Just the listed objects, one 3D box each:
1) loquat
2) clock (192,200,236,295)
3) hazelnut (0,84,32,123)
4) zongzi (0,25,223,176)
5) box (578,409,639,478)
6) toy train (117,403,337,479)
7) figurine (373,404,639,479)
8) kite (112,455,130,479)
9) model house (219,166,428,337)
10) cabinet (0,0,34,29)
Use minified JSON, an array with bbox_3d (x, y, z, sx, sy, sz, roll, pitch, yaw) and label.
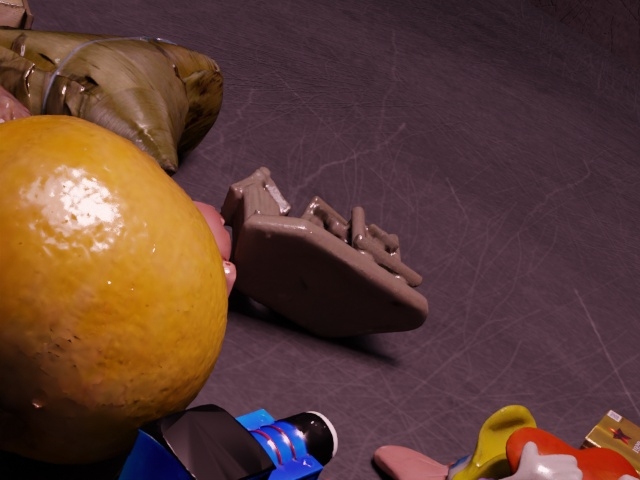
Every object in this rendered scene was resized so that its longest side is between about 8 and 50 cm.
[{"bbox_3d":[-0.210,0.033,1.000,0.274,0.275,0.275,19,27,-10],"label":"loquat"},{"bbox_3d":[-0.178,0.007,1.277,0.162,0.093,0.166,9,31,-23],"label":"clock"},{"bbox_3d":[-0.341,-0.087,1.256,0.143,0.143,0.154,8,40,-30],"label":"hazelnut"},{"bbox_3d":[-0.174,-0.134,1.391,0.360,0.160,0.323,22,22,39],"label":"zongzi"},{"bbox_3d":[0.352,0.241,1.359,0.133,0.023,0.090,33,26,17],"label":"box"},{"bbox_3d":[-0.065,0.189,0.985,0.082,0.131,0.204,39,30,28],"label":"toy train"},{"bbox_3d":[0.182,0.253,1.019,0.154,0.193,0.421,15,19,-20],"label":"figurine"},{"bbox_3d":[-0.147,0.194,0.983,0.004,0.090,0.122,52,-4,26],"label":"kite"},{"bbox_3d":[-0.004,0.008,1.354,0.229,0.122,0.188,30,26,-22],"label":"model house"},{"bbox_3d":[-0.455,-0.273,1.493,0.174,0.148,0.215,9,31,-28],"label":"cabinet"}]
